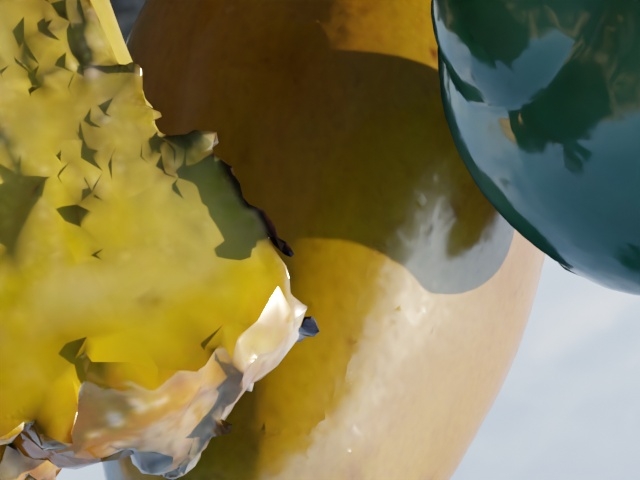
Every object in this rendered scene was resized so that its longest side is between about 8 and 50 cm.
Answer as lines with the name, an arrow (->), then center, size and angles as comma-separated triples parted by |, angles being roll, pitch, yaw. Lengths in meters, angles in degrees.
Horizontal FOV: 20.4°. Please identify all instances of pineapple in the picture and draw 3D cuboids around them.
pineapple -> -0.212, -0.027, 0.404 | 0.286, 0.344, 0.209 | -25, 164, -26

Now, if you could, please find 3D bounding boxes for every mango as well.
mango -> 0.000, 0.000, 0.726 | 0.173, 0.211, 0.317 | 0, -118, 28

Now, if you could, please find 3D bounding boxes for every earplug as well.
earplug -> 0.123, -0.051, 0.531 | 0.280, 0.164, 0.257 | 13, -173, -40
